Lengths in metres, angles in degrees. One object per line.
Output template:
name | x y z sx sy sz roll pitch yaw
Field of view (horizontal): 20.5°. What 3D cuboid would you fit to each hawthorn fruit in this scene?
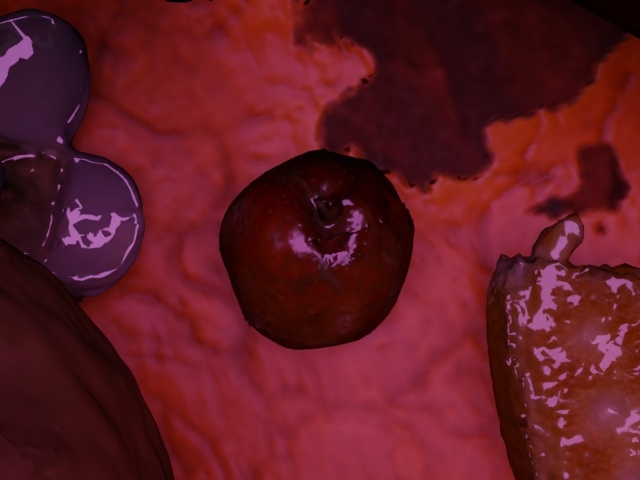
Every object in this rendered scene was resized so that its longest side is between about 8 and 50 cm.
hawthorn fruit | 0.000 0.001 0.637 0.077 0.077 0.077 0 87 1

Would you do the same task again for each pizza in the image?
pizza | 0.163 0.059 0.640 0.199 0.062 0.188 -21 99 -6

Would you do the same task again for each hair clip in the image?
hair clip | -0.192 -0.032 0.648 0.257 0.075 0.146 15 94 9

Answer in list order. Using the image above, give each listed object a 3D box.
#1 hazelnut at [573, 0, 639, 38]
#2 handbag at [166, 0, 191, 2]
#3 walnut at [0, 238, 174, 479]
hazelnut | 0.211 -0.234 0.521 0.421 0.353 0.421 -7 102 -36
handbag | -0.260 -0.097 0.483 0.416 0.317 0.180 -15 88 7
walnut | -0.194 0.150 0.493 0.381 0.381 0.381 0 87 1
